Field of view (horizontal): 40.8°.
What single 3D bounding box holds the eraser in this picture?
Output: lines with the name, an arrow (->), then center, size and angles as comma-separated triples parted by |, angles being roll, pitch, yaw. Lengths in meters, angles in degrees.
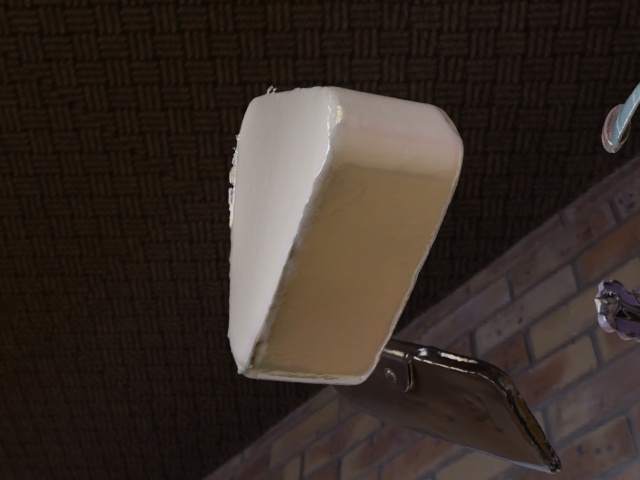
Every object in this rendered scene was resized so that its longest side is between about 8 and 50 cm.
eraser -> 0.000, 0.000, 0.905 | 0.150, 0.331, 0.331 | 10, 127, -21

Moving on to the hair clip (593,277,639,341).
hair clip -> 0.542, 0.117, 1.506 | 0.195, 0.124, 0.052 | 13, 145, -38

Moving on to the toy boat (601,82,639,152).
toy boat -> 0.404, -0.177, 1.109 | 0.034, 0.096, 0.122 | 24, 142, 4

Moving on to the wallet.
wallet -> 0.133, 0.200, 1.134 | 0.377, 0.051, 0.197 | 6, 139, 51
